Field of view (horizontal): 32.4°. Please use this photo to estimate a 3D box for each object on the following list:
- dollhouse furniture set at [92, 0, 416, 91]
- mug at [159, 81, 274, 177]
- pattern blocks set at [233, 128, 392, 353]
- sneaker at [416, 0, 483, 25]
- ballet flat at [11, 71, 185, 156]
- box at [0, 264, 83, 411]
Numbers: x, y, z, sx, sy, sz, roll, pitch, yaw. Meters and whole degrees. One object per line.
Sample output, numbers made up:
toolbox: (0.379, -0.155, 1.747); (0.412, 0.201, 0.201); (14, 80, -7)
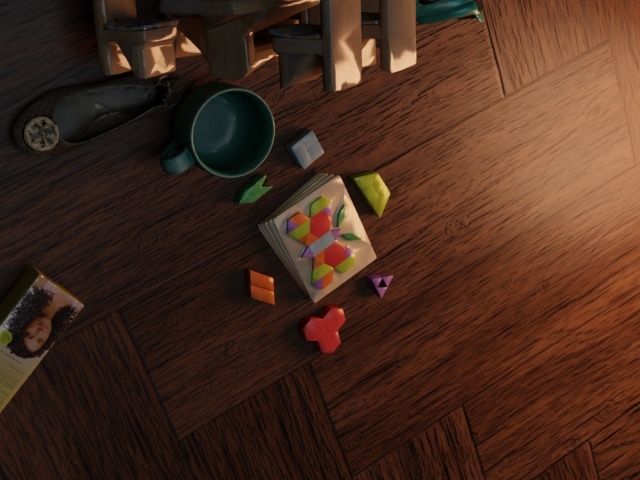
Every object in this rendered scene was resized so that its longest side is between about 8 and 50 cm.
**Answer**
dollhouse furniture set: (-0.040, -0.361, 1.439); (0.394, 0.362, 0.257); (-26, 119, -51)
mug: (-0.156, -0.160, 1.568); (0.157, 0.097, 0.130); (-1, 105, -30)
pattern blocks set: (0.000, 0.000, 1.751); (0.285, 0.026, 0.325); (-49, 122, -10)
sneaker: (0.219, -0.426, 1.693); (0.295, 0.124, 0.178); (-36, 115, -8)
ballet flat: (-0.297, -0.177, 1.503); (0.249, 0.058, 0.084); (-21, 114, -24)
box: (-0.435, 0.153, 1.520); (0.087, 0.058, 0.232); (40, 83, -33)
